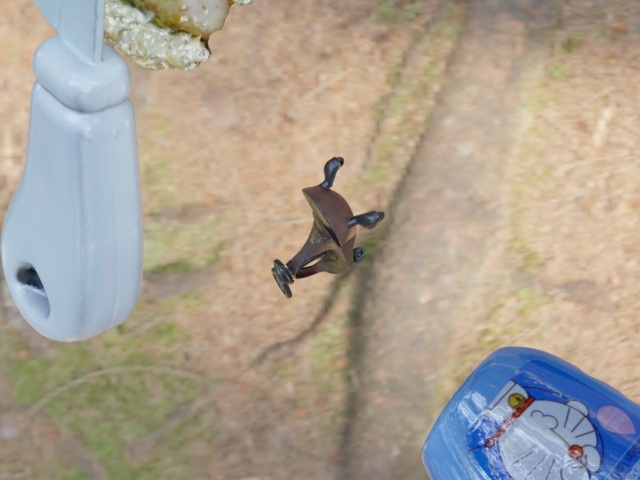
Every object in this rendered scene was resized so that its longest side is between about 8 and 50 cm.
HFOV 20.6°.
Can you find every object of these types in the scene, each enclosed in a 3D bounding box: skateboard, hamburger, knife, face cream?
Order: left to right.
[{"bbox_3d":[-0.102,-0.102,0.701,0.080,0.044,0.331,37,135,38],"label":"knife"},{"bbox_3d":[-0.191,-0.251,1.461,0.124,0.262,0.131,-50,33,6],"label":"hamburger"},{"bbox_3d":[0.000,0.000,1.468,0.080,0.151,0.067,-32,72,-16],"label":"skateboard"},{"bbox_3d":[0.197,0.182,1.150,0.264,0.149,0.083,34,155,18],"label":"face cream"}]
